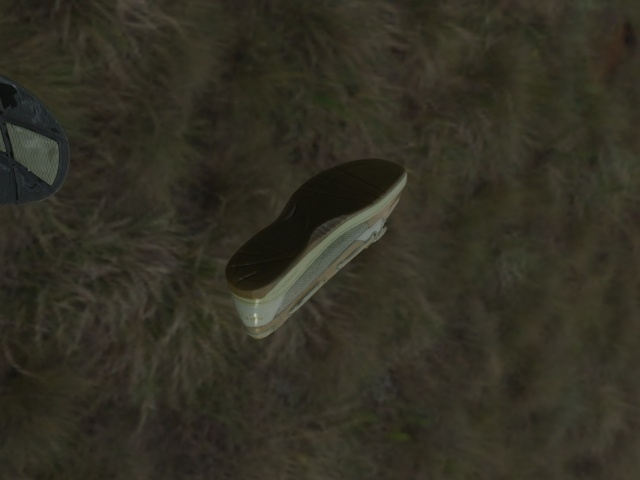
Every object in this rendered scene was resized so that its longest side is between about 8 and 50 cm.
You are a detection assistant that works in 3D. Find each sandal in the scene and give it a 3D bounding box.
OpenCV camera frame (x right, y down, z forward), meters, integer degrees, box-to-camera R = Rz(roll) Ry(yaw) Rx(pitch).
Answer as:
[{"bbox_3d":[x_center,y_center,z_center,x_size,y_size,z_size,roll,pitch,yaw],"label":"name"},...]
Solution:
[{"bbox_3d":[-0.370,-0.111,1.077,0.086,0.303,0.120,-38,140,-81],"label":"sandal"}]

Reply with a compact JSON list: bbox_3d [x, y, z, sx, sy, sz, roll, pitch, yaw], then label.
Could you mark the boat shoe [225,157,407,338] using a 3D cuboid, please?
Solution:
[{"bbox_3d":[0.001,0.001,0.750,0.153,0.056,0.048,-44,139,-34],"label":"boat shoe"}]
